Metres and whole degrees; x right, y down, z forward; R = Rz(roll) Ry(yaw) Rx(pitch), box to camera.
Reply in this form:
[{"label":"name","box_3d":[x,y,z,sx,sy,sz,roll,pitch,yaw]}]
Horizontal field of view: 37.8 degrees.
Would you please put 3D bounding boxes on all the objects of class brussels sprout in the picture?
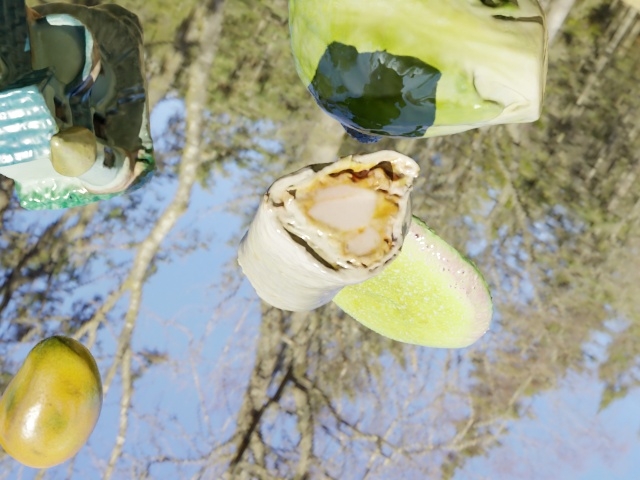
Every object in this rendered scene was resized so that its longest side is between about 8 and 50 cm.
[{"label":"brussels sprout","box_3d":[0.095,-0.204,0.907,0.271,0.210,0.219,21,-149,17]}]

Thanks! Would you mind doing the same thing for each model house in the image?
[{"label":"model house","box_3d":[-0.344,-0.194,1.133,0.194,0.267,0.325,-9,172,7]}]

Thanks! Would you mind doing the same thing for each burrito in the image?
[{"label":"burrito","box_3d":[0.003,-0.003,0.838,0.105,0.143,0.299,59,170,3]}]

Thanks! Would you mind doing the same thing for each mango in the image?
[{"label":"mango","box_3d":[-0.298,0.182,1.048,0.111,0.163,0.089,23,-160,-38]}]

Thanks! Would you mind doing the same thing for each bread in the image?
[{"label":"bread","box_3d":[0.083,0.045,1.212,0.301,0.045,0.301,25,151,15]}]

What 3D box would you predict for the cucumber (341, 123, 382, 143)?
[{"label":"cucumber","box_3d":[0.036,-0.184,1.112,0.067,0.067,0.245,18,-146,-32]}]
